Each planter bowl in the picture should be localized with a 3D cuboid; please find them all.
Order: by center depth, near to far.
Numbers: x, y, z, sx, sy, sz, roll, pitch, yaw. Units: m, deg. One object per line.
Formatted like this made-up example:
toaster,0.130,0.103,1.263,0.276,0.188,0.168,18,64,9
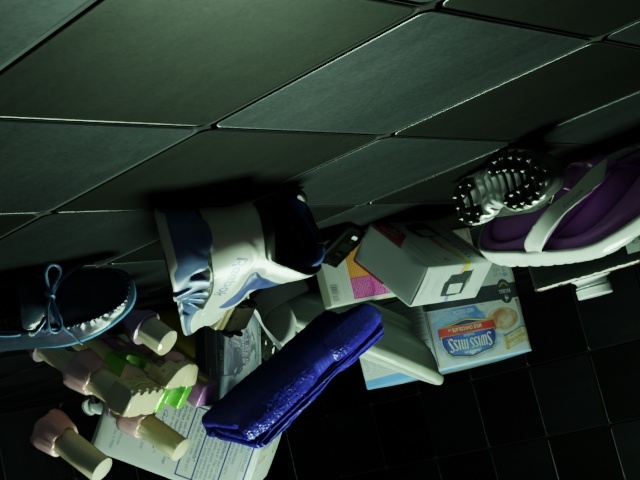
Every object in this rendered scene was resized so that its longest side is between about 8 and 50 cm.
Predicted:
planter bowl,-0.243,0.181,2.012,0.090,0.217,0.217,-53,165,4

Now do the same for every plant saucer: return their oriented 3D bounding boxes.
plant saucer,0.070,0.171,2.219,0.400,0.101,0.400,22,174,2

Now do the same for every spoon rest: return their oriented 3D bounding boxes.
spoon rest,-0.086,0.121,1.962,0.084,0.137,0.276,-29,166,-19

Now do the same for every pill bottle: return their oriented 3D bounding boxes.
pill bottle,0.495,0.027,2.097,0.087,0.160,0.087,-13,170,-2

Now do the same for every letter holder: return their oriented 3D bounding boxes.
letter holder,0.489,-0.038,1.738,0.302,0.152,0.214,-20,171,34

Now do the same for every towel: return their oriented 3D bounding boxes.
towel,-0.043,0.227,1.843,0.308,0.076,0.227,-39,-173,-21

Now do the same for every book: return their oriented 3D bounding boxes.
book,0.060,0.054,1.810,0.144,0.096,0.035,-7,168,-36

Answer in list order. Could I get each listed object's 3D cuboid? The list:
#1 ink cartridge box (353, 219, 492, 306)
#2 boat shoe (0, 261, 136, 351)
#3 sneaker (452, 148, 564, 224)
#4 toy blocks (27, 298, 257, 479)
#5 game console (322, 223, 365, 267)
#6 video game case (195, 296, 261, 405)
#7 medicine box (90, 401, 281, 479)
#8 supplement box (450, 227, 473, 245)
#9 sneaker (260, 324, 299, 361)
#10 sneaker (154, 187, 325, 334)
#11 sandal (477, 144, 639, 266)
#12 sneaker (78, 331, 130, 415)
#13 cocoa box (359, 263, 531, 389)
ink cartridge box,0.158,0.031,1.695,0.175,0.127,0.072,-4,125,-49
boat shoe,-0.359,0.092,1.388,0.258,0.109,0.089,-19,157,-5
sneaker,0.259,-0.075,1.406,0.106,0.078,0.234,-14,175,-19
toy blocks,-0.321,0.173,1.765,0.260,0.309,0.288,31,-170,23
game console,0.000,0.000,1.665,0.107,0.071,0.122,-46,167,6
video game case,-0.162,0.191,2.004,0.026,0.196,0.274,-4,174,17
medicine box,-0.232,0.344,2.056,0.289,0.149,0.263,20,-179,7
supplement box,0.206,0.007,1.934,0.098,0.036,0.062,-8,169,-30
sneaker,-0.103,0.205,2.330,0.267,0.101,0.106,18,-164,19
sneaker,-0.088,0.025,1.319,0.182,0.127,0.315,-11,169,-6
sandal,0.336,-0.051,1.542,0.102,0.169,0.416,34,151,-18
sneaker,-0.424,0.264,2.192,0.101,0.153,0.268,-14,171,4
cocoa box,0.267,0.186,2.510,0.347,0.228,0.231,-5,167,-45
